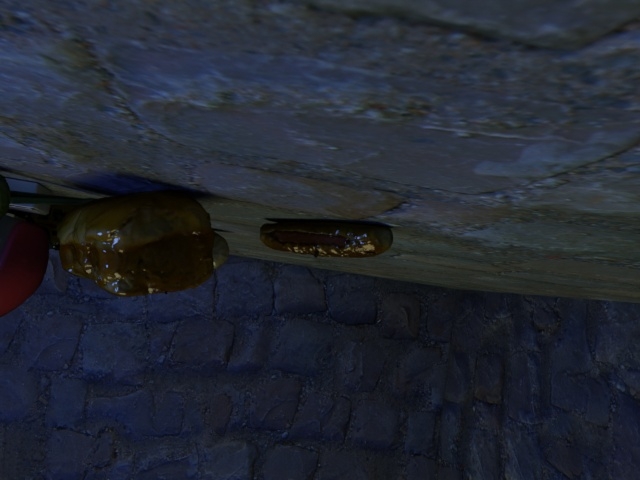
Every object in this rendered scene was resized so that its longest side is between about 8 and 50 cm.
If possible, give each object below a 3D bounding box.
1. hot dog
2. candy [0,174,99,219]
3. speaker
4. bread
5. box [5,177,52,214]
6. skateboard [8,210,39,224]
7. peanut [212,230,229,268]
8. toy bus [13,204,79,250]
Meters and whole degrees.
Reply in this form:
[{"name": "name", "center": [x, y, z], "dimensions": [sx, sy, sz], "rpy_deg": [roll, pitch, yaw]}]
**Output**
[{"name": "hot dog", "center": [0.001, -0.003, 0.987], "dimensions": [0.088, 0.061, 0.286], "rpy_deg": [-3, -175, -42]}, {"name": "candy", "center": [-0.472, -0.069, 0.968], "dimensions": [0.093, 0.092, 0.335], "rpy_deg": [20, -171, 26]}, {"name": "speaker", "center": [-0.696, 0.018, 1.096], "dimensions": [0.294, 0.294, 0.294], "rpy_deg": [8, 175, 1]}, {"name": "bread", "center": [-0.309, -0.004, 0.915], "dimensions": [0.195, 0.149, 0.344], "rpy_deg": [-6, -174, -36]}, {"name": "box", "center": [-0.579, -0.085, 1.040], "dimensions": [0.130, 0.051, 0.129], "rpy_deg": [8, 175, -14]}, {"name": "skateboard", "center": [-0.684, -0.086, 1.222], "dimensions": [0.151, 0.067, 0.080], "rpy_deg": [16, -177, -21]}, {"name": "peanut", "center": [-0.371, 0.016, 1.524], "dimensions": [0.274, 0.111, 0.125], "rpy_deg": [5, 170, 31]}, {"name": "toy bus", "center": [-0.546, -0.021, 1.304], "dimensions": [0.335, 0.123, 0.121], "rpy_deg": [6, 173, 20]}]
